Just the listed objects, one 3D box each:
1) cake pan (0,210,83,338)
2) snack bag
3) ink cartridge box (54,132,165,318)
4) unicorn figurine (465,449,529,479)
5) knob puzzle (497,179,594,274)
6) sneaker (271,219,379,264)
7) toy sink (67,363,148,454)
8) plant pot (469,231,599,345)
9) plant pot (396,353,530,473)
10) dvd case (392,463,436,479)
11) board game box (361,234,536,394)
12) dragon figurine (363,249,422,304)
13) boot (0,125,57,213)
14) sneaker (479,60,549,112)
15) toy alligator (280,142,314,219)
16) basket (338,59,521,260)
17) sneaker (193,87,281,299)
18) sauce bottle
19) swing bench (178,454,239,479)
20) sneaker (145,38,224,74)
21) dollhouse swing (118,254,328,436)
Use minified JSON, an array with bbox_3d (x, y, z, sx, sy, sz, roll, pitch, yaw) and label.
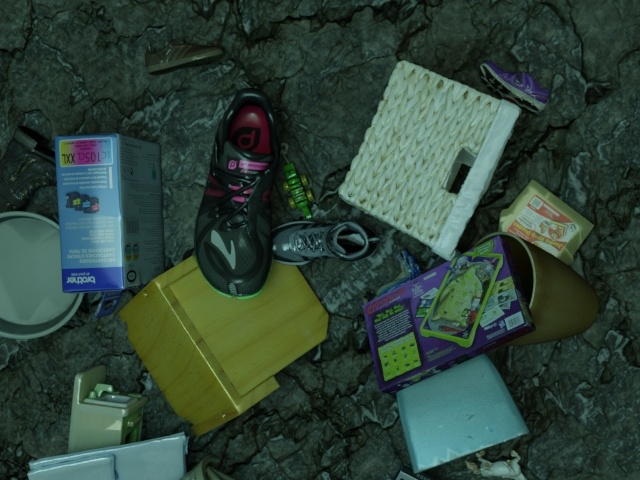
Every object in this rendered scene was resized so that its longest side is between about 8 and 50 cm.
[{"bbox_3d":[-0.676,0.076,1.882,0.293,0.054,0.293,-1,98,-4],"label":"cake pan"},{"bbox_3d":[-0.455,0.579,1.854,0.342,0.037,0.323,-8,125,-16],"label":"snack bag"},{"bbox_3d":[-0.460,-0.029,1.847,0.151,0.270,0.395,-4,91,9],"label":"ink cartridge box"},{"bbox_3d":[0.413,0.514,1.854,0.162,0.111,0.060,9,52,28],"label":"unicorn figurine"},{"bbox_3d":[0.481,-0.008,1.851,0.213,0.030,0.213,0,92,6],"label":"knob puzzle"},{"bbox_3d":[0.000,0.000,1.832,0.269,0.153,0.101,-2,86,-4],"label":"sneaker"},{"bbox_3d":[-0.488,0.419,1.924,0.131,0.153,0.234,6,91,7],"label":"toy sink"},{"bbox_3d":[0.457,0.124,1.750,0.254,0.237,0.237,14,94,-29],"label":"plant pot"},{"bbox_3d":[0.286,0.337,1.789,0.248,0.247,0.252,-22,73,7],"label":"plant pot"},{"bbox_3d":[0.219,0.614,1.842,0.179,0.029,0.238,26,128,6],"label":"dvd case"},{"bbox_3d":[0.249,0.155,1.682,0.347,0.056,0.208,-30,56,28],"label":"board game box"},{"bbox_3d":[0.178,0.170,1.866,0.144,0.085,0.289,-9,89,8],"label":"dragon figurine"},{"bbox_3d":[-0.691,-0.120,1.976,0.263,0.091,0.229,39,101,9],"label":"boot"},{"bbox_3d":[0.431,-0.350,1.841,0.170,0.068,0.071,31,80,-3],"label":"sneaker"},{"bbox_3d":[-0.061,-0.138,1.904,0.056,0.051,0.189,-21,89,7],"label":"toy alligator"},{"bbox_3d":[0.228,-0.161,1.730,0.266,0.331,0.328,26,94,8],"label":"basket"},{"bbox_3d":[-0.180,-0.111,1.783,0.185,0.202,0.482,1,72,-3],"label":"sneaker"},{"bbox_3d":[-0.714,0.081,1.964,0.111,0.111,0.344,45,95,4],"label":"sauce bottle"},{"bbox_3d":[-0.276,0.634,1.847,0.253,0.165,0.254,-41,117,6],"label":"swing bench"},{"bbox_3d":[-0.319,-0.438,1.921,0.188,0.066,0.071,-11,89,7],"label":"sneaker"},{"bbox_3d":[-0.216,0.202,1.930,0.347,0.305,0.315,56,138,2],"label":"dollhouse swing"}]
